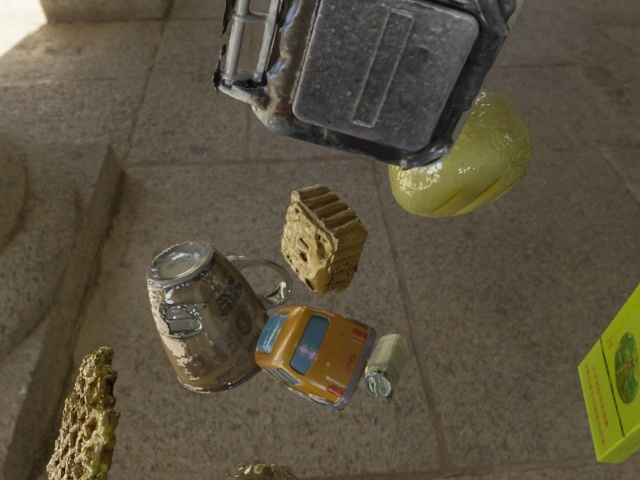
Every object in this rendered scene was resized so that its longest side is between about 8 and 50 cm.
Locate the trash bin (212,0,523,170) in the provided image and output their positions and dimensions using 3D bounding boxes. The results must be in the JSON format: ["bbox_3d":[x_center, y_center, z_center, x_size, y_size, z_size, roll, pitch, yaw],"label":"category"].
[{"bbox_3d":[0.049,-0.293,0.687,0.296,0.255,0.367,13,40,-7],"label":"trash bin"}]

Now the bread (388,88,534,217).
[{"bbox_3d":[0.302,-0.176,1.194,0.321,0.320,0.237,1,68,1],"label":"bread"}]

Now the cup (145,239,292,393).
[{"bbox_3d":[-0.196,0.119,1.086,0.301,0.257,0.227,-31,38,-21],"label":"cup"}]

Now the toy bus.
[{"bbox_3d":[-0.021,0.163,0.798,0.136,0.209,0.126,29,73,-12],"label":"toy bus"}]

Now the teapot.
[{"bbox_3d":[0.166,0.323,1.334,0.077,0.107,0.200,-11,13,23],"label":"teapot"}]

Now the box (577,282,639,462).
[{"bbox_3d":[0.508,0.214,0.871,0.047,0.335,0.187,4,51,6],"label":"box"}]

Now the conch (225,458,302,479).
[{"bbox_3d":[-0.102,0.595,1.046,0.263,0.186,0.324,18,51,10],"label":"conch"}]

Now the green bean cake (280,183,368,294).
[{"bbox_3d":[0.000,0.000,1.376,0.131,0.224,0.229,-17,49,-33],"label":"green bean cake"}]

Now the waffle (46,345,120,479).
[{"bbox_3d":[-0.392,0.317,0.899,0.051,0.291,0.291,21,35,-34],"label":"waffle"}]
